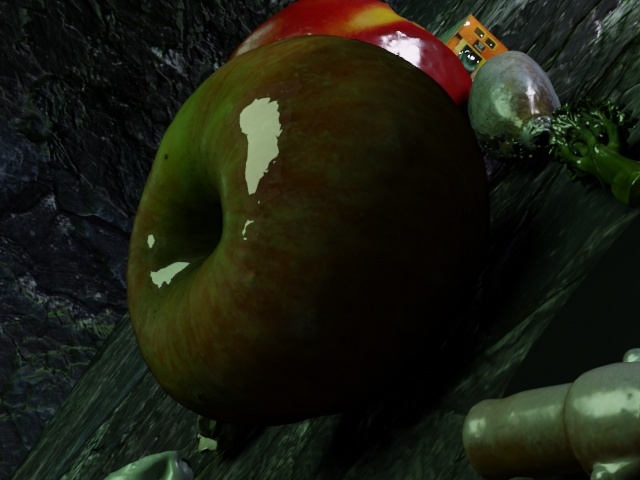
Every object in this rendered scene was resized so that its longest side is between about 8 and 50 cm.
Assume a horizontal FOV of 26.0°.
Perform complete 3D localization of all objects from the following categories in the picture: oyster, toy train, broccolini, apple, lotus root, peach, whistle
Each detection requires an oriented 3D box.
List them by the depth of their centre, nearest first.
[{"bbox_3d":[0.146,0.067,0.561,0.220,0.057,0.107,-18,38,48],"label":"whistle"},{"bbox_3d":[0.201,-0.054,0.921,0.216,0.058,0.067,-109,26,-78],"label":"broccolini"},{"bbox_3d":[0.000,0.000,1.076,0.277,0.250,0.309,46,114,49],"label":"apple"},{"bbox_3d":[0.171,-0.113,1.223,0.088,0.088,0.165,-47,19,22],"label":"lotus root"},{"bbox_3d":[0.003,-0.077,1.296,0.361,0.258,0.201,-48,9,-18],"label":"peach"},{"bbox_3d":[-0.070,0.123,1.396,0.163,0.081,0.191,-67,-11,-63],"label":"oyster"},{"bbox_3d":[0.157,-0.206,1.688,0.099,0.072,0.188,-47,7,-18],"label":"toy train"}]

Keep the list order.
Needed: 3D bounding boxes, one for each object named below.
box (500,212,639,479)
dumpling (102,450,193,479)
[{"bbox_3d":[0.175,0.039,0.693,0.212,0.042,0.201,-52,9,-3],"label":"box"},{"bbox_3d":[-0.172,0.290,1.240,0.105,0.149,0.216,13,58,41],"label":"dumpling"}]
